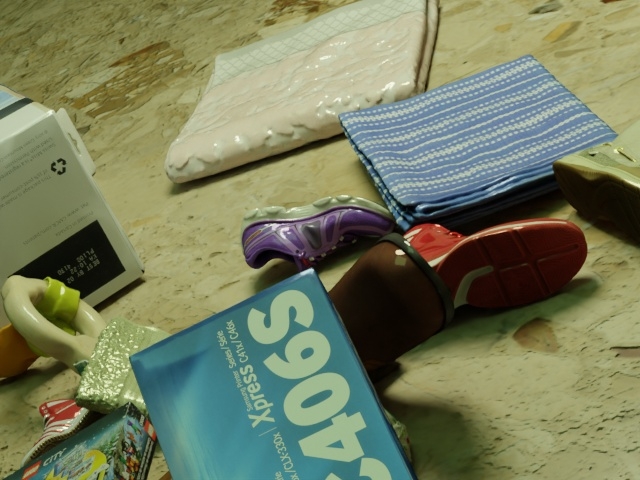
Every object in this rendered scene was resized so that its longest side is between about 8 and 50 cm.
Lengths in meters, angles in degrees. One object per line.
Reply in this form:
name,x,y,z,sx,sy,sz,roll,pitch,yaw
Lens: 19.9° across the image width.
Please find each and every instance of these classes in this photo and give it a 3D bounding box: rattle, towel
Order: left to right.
rattle,-0.278,0.137,1.878,0.143,0.130,0.200,-44,57,4
towel,-0.175,0.128,1.769,0.110,0.027,0.148,16,31,1
towel,-0.016,-0.202,2.277,0.331,0.053,0.317,-18,27,20
towel,0.163,-0.112,1.916,0.243,0.040,0.336,-19,25,-4

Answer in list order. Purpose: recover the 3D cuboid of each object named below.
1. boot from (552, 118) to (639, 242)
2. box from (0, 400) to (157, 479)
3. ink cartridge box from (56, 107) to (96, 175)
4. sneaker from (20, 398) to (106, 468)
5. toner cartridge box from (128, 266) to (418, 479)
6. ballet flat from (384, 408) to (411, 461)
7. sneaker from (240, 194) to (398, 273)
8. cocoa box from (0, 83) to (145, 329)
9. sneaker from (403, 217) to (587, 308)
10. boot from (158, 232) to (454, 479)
boot,0.330,-0.072,1.675,0.165,0.077,0.213,-31,23,-13
box,-0.252,0.252,1.589,0.233,0.044,0.159,-32,22,22
ink cartridge box,-0.373,-0.079,2.320,0.061,0.104,0.181,-7,31,35
sneaker,-0.263,0.194,1.772,0.067,0.042,0.118,3,31,40
toner cartridge box,-0.010,0.194,1.331,0.165,0.075,0.348,-27,51,1
ballet flat,-0.032,0.208,1.487,0.241,0.077,0.091,-37,30,-19
sneaker,0.000,0.000,1.888,0.170,0.068,0.071,-9,65,18
cocoa box,-0.423,0.014,2.042,0.347,0.231,0.228,-34,25,-15
sneaker,0.141,0.006,1.695,0.221,0.087,0.128,-17,28,17
boot,-0.034,0.122,1.533,0.280,0.096,0.264,-38,2,-25
